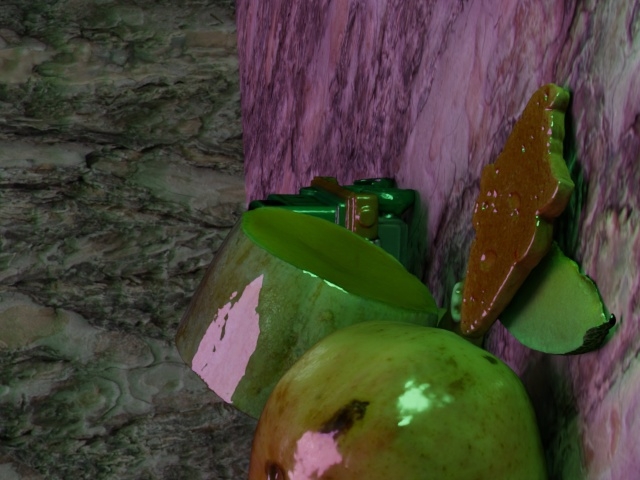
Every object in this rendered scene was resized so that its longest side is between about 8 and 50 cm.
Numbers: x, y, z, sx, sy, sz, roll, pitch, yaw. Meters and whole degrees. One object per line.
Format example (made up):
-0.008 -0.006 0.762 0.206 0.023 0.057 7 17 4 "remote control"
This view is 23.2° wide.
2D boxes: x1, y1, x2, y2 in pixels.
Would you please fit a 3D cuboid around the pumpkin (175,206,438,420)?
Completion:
0.002 0.097 1.958 0.332 0.332 0.199 -107 38 -60 "pumpkin"

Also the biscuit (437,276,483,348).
0.154 0.186 2.022 0.339 0.047 0.215 122 148 -71 "biscuit"

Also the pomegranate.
0.096 0.237 1.653 0.342 0.343 0.342 -179 90 -80 "pomegranate"

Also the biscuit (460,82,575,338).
0.205 -0.027 1.616 0.183 0.043 0.280 -138 61 -71 "biscuit"

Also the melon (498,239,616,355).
0.245 0.062 1.561 0.262 0.053 0.114 -141 70 -73 "melon"

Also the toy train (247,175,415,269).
0.000 0.000 2.321 0.429 0.249 0.178 -147 58 -78 "toy train"
